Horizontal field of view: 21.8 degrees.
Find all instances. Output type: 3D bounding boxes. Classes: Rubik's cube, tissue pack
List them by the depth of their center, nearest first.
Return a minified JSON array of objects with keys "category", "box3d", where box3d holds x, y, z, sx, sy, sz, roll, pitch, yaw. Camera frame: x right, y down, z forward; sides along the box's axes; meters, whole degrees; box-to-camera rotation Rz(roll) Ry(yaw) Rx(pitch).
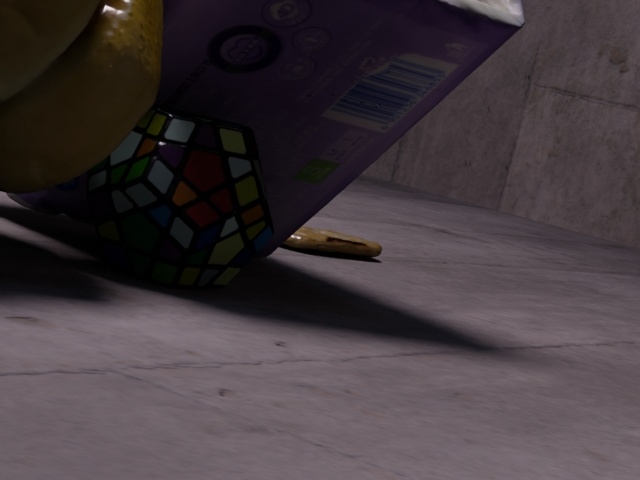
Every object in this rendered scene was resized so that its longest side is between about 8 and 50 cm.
[{"category":"Rubik's cube","box3d":[-0.092,-0.029,1.095,0.133,0.112,0.133,12,5,-1]},{"category":"tissue pack","box3d":[-0.056,-0.140,1.205,0.242,0.160,0.338,15,-39,-33]}]

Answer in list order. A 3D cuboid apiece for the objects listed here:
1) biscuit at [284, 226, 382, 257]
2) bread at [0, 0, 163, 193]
[{"category":"biscuit","box3d":[0.000,0.000,1.533,0.071,0.018,0.147,15,6,38]},{"category":"bread","box3d":[-0.215,-0.189,0.991,0.341,0.210,0.300,55,-8,-36]}]
